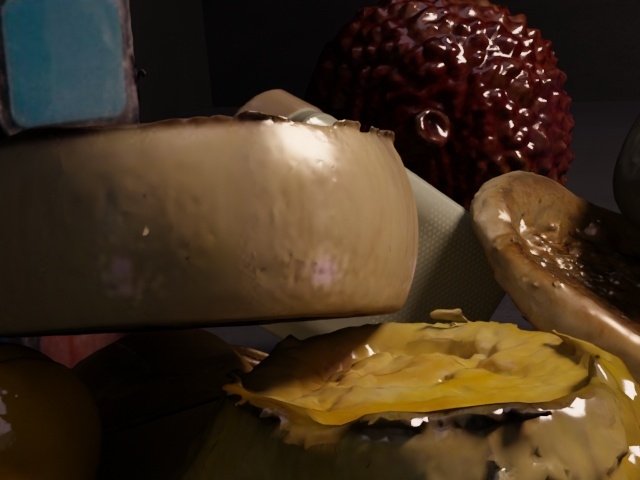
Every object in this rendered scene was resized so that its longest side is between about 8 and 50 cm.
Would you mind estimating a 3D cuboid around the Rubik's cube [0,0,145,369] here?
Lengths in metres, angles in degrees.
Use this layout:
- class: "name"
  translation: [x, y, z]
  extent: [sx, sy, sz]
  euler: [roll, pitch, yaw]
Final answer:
- class: "Rubik's cube"
  translation: [-0.352, -0.016, 0.906]
  extent: [0.359, 0.362, 0.363]
  euler: [-10, 14, -34]

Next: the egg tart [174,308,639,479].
- class: "egg tart"
  translation: [0.058, 0.119, 0.629]
  extent: [0.345, 0.132, 0.345]
  euler: [-4, 10, 1]

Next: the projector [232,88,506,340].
- class: "projector"
  translation: [0.000, 0.000, 0.932]
  extent: [0.242, 0.163, 0.177]
  euler: [31, -2, -22]

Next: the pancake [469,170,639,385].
- class: "pancake"
  translation: [0.226, 0.038, 0.872]
  extent: [0.282, 0.049, 0.282]
  euler: [22, 24, -11]

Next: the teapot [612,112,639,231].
- class: "teapot"
  translation: [0.381, -0.019, 0.844]
  extent: [0.285, 0.223, 0.305]
  euler: [36, 15, -8]

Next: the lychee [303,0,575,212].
- class: "lychee"
  translation: [0.123, -0.112, 1.288]
  extent: [0.306, 0.306, 0.330]
  euler: [-2, 6, 16]

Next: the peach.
- class: "peach"
  translation: [-0.196, 0.128, 0.652]
  extent: [0.179, 0.103, 0.179]
  euler: [-22, 37, 18]

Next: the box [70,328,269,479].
- class: "box"
  translation: [-0.109, 0.110, 0.795]
  extent: [0.177, 0.111, 0.111]
  euler: [-13, 14, -35]

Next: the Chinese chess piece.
- class: "Chinese chess piece"
  translation: [-0.073, -0.002, 0.690]
  extent: [0.257, 0.104, 0.257]
  euler: [-4, -4, 0]
